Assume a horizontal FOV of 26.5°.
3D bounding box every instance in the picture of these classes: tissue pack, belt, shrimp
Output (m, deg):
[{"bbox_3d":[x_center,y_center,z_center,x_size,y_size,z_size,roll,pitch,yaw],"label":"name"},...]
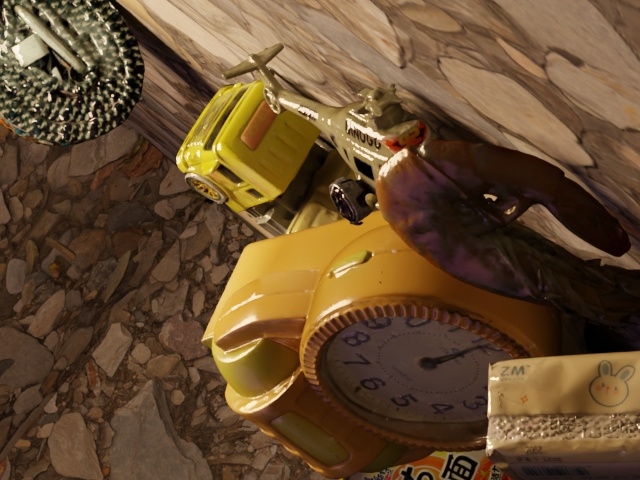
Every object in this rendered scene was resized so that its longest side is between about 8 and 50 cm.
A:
[{"bbox_3d":[0.241,0.144,1.052,0.196,0.092,0.148,-4,156,22],"label":"tissue pack"},{"bbox_3d":[-0.364,-0.249,1.723,0.295,0.207,0.160,41,173,-12],"label":"belt"},{"bbox_3d":[0.150,-0.005,0.934,0.236,0.053,0.133,26,133,-6],"label":"shrimp"}]

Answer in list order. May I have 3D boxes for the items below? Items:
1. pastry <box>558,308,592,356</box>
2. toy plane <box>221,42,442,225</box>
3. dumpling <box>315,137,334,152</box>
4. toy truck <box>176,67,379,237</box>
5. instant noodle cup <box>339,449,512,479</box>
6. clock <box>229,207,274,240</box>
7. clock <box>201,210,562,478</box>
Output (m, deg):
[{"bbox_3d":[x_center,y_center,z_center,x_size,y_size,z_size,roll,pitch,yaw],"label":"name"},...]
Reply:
[{"bbox_3d":[0.210,0.147,1.415,0.237,0.170,0.256,44,179,-31],"label":"pastry"},{"bbox_3d":[0.022,-0.088,1.067,0.286,0.092,0.108,32,151,52],"label":"toy plane"},{"bbox_3d":[-0.001,-0.063,1.519,0.176,0.092,0.150,48,159,-16],"label":"dumpling"},{"bbox_3d":[0.003,-0.049,1.358,0.272,0.124,0.157,37,161,-17],"label":"toy truck"},{"bbox_3d":[0.161,0.248,1.594,0.200,0.264,0.264,31,175,8],"label":"instant noodle cup"},{"bbox_3d":[0.000,0.000,2.036,0.309,0.114,0.284,40,178,6],"label":"clock"},{"bbox_3d":[0.072,0.085,1.240,0.244,0.200,0.317,37,140,-28],"label":"clock"}]
